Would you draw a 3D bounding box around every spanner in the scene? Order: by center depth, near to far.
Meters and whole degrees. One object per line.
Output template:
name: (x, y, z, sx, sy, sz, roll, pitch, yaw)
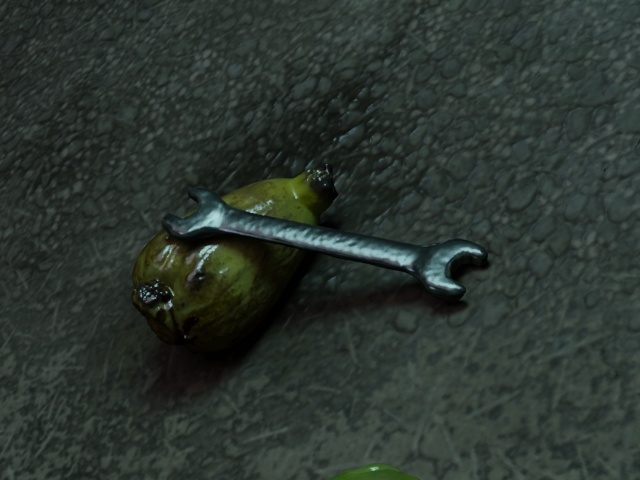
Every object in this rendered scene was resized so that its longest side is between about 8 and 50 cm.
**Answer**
spanner: (0.000, 0.000, 1.317, 0.254, 0.015, 0.054, 12, 60, 17)

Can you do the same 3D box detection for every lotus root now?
lotus root: (-0.062, 0.010, 1.385, 0.190, 0.094, 0.108, -38, 78, -12)

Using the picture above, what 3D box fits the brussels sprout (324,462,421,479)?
brussels sprout: (0.033, 0.225, 1.065, 0.161, 0.144, 0.180, -49, 38, -4)
